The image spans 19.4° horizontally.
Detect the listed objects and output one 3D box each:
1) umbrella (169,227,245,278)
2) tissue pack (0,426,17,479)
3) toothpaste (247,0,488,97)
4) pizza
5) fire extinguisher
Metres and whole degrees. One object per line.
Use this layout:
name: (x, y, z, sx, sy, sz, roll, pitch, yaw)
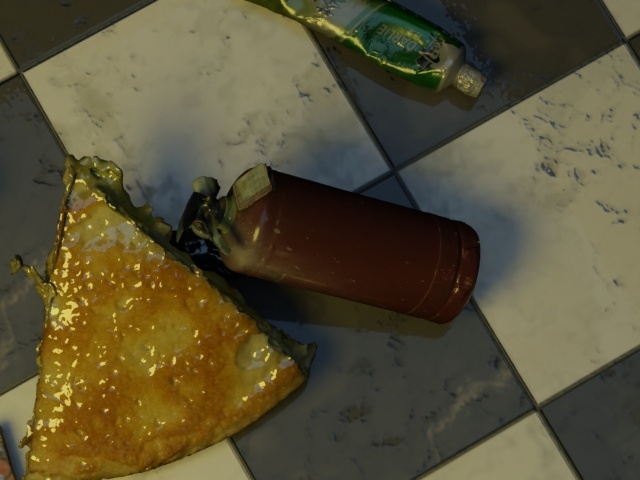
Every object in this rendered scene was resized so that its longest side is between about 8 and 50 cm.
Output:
umbrella: (-0.084, 0.002, 1.655, 0.236, 0.059, 0.066, -19, 103, -5)
tissue pack: (-0.295, 0.207, 1.617, 0.063, 0.035, 0.083, -19, 81, -6)
toothpaste: (0.040, -0.198, 1.707, 0.248, 0.047, 0.078, 30, 77, 6)
pizza: (-0.153, 0.055, 1.593, 0.280, 0.075, 0.287, -15, 106, -6)
fire extinguisher: (0.000, 0.000, 1.587, 0.269, 0.105, 0.105, 15, 78, -23)
